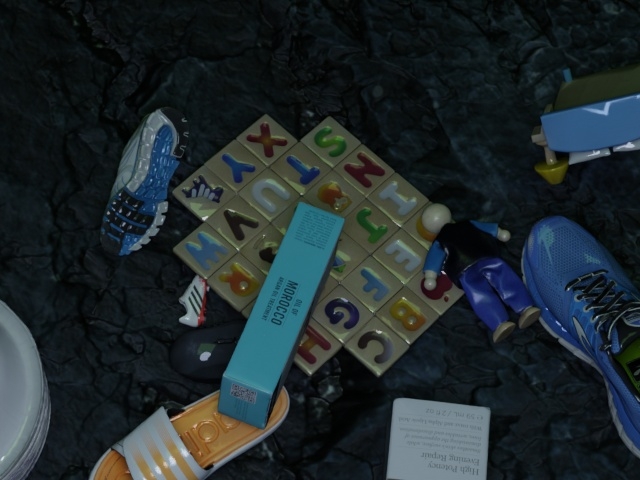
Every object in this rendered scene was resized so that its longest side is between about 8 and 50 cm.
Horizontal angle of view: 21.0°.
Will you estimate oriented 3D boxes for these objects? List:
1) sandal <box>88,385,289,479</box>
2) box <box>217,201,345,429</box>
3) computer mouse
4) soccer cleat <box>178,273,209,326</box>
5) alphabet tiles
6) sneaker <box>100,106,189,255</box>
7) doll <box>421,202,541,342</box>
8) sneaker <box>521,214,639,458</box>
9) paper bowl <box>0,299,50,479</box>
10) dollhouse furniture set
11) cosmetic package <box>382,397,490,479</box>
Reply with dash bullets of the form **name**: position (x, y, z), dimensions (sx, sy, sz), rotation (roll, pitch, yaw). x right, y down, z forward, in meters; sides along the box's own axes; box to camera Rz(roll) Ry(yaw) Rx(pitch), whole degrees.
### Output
- **sandal**: position (-0.152, 0.224, 1.961), dimensions (0.265, 0.076, 0.102), rotation (-34, 71, -17)
- **box**: position (-0.044, 0.085, 1.972), dimensions (0.060, 0.100, 0.244), rotation (21, 59, 4)
- **computer mouse**: position (-0.059, 0.116, 2.037), dimensions (0.242, 0.041, 0.071), rotation (-12, 66, -10)
- **soccer cleat**: position (-0.151, 0.063, 2.063), dimensions (0.035, 0.029, 0.083), rotation (6, 70, -6)
- **alphabet tiles**: position (0.000, 0.000, 2.091), dimensions (0.342, 0.011, 0.285), rotation (41, 62, 14)
- **sneaker**: position (-0.220, -0.072, 2.106), dimensions (0.071, 0.083, 0.191), rotation (26, 85, -25)
- **doll**: position (0.180, 0.031, 2.070), dimensions (0.129, 0.046, 0.189), rotation (-27, 68, -17)
- **sneaker**: position (0.354, 0.097, 2.015), dimensions (0.130, 0.147, 0.330), rotation (-28, 69, -15)
- **paper bowl**: position (-0.449, 0.173, 1.929), dimensions (0.284, 0.148, 0.284), rotation (1, 67, -3)
- **dollhouse furniture set**: position (0.430, -0.138, 2.164), dimensions (0.303, 0.198, 0.286), rotation (-12, 20, 17)
- **cosmetic package**: position (0.124, 0.302, 1.940), dimensions (0.117, 0.085, 0.231), rotation (5, 64, -1)
